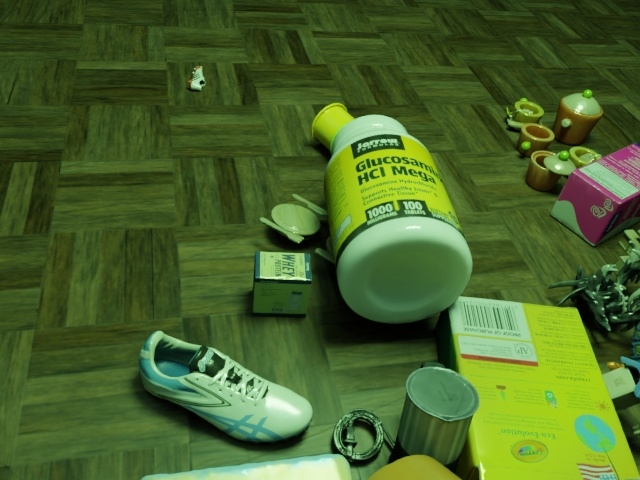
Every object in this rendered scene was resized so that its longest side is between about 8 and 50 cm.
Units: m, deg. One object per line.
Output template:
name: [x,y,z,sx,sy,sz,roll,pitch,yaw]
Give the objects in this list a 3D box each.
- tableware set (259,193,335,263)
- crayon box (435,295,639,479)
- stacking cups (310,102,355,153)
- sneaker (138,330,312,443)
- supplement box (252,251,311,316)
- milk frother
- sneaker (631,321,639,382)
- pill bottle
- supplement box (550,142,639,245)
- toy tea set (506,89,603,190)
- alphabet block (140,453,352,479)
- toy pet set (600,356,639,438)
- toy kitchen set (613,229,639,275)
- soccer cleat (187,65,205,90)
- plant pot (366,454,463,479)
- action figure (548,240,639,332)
tableware set: [0.000,0.000,1.007,0.194,0.039,0.128,29,34,12]
crayon box: [0.272,0.222,0.781,0.203,0.081,0.318,7,42,-2]
stacking cups: [0.115,-0.147,1.156,0.096,0.096,0.316,-26,57,-33]
sneaker: [-0.122,0.184,0.749,0.237,0.086,0.085,18,41,8]
supplement box: [-0.059,0.066,0.888,0.084,0.083,0.056,2,43,-8]
milk frother: [0.097,0.218,0.712,0.143,0.134,0.129,-1,30,-14]
sneaker: [0.560,0.229,0.819,0.131,0.111,0.296,-7,56,-31]
pill bottle: [0.103,-0.052,0.922,0.188,0.187,0.333,2,41,-9]
supplement box: [0.574,-0.093,1.156,0.220,0.111,0.114,-21,51,-28]
toy tea set: [0.527,-0.236,1.292,0.200,0.124,0.336,10,42,1]
alphabet block: [-0.059,0.332,0.524,0.194,0.192,0.197,-4,43,-11]
toy pet set: [0.437,0.201,0.805,0.114,0.065,0.122,37,34,-29]
toy kitchen set: [0.561,0.009,1.074,0.075,0.068,0.083,-3,43,-13]
soccer cleat: [-0.280,-0.373,1.367,0.036,0.029,0.083,16,45,-6]
plant pot: [0.120,0.323,0.576,0.205,0.205,0.188,-14,32,-23]
action figure: [0.519,0.073,0.945,0.276,0.140,0.164,8,30,-3]
